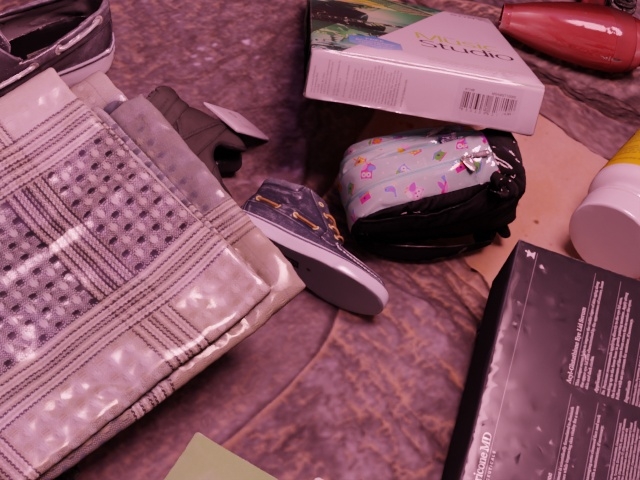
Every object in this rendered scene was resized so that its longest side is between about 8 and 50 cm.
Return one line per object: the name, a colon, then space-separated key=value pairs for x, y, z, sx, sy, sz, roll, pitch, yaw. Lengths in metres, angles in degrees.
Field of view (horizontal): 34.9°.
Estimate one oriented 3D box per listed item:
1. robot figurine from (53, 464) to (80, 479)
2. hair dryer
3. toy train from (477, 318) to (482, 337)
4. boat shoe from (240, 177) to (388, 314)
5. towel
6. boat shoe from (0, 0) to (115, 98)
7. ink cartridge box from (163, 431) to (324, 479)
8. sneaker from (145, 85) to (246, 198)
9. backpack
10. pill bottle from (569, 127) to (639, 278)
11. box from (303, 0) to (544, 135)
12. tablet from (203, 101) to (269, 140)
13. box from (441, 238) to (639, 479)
robot figurine: x=-0.286 y=0.226 z=0.803 sx=0.211 sy=0.085 sz=0.291 roll=-8 pitch=57 yaw=-18
hair dryer: x=0.355 y=-0.296 z=1.332 sx=0.293 sy=0.080 sz=0.224 roll=-15 pitch=44 yaw=-28
toy train: x=0.235 y=0.111 z=1.028 sx=0.158 sy=0.027 sz=0.036 roll=13 pitch=57 yaw=-2
boat shoe: x=0.000 y=0.000 z=1.034 sx=0.183 sy=0.065 sz=0.083 roll=29 pitch=56 yaw=10
towel: x=-0.223 y=0.013 z=0.862 sx=0.324 sy=0.056 sz=0.312 roll=-37 pitch=71 yaw=-26
boat shoe: x=-0.352 y=-0.188 z=1.073 sx=0.301 sy=0.102 sz=0.108 roll=-27 pitch=64 yaw=-27
ink cartridge box: x=-0.045 y=0.272 z=0.841 sx=0.235 sy=0.056 sz=0.171 roll=30 pitch=55 yaw=8
sneaker: x=-0.161 y=-0.033 z=1.005 sx=0.130 sy=0.109 sz=0.286 roll=25 pitch=56 yaw=-1
backpack: x=0.110 y=-0.053 z=1.055 sx=0.181 sy=0.152 sz=0.115 roll=-11 pitch=63 yaw=0
pill bottle: x=0.368 y=-0.056 z=1.117 sx=0.119 sy=0.119 sz=0.208 roll=39 pitch=56 yaw=16
box: x=0.097 y=-0.206 z=1.116 sx=0.232 sy=0.059 sz=0.322 roll=9 pitch=22 yaw=-6
tablet: x=-0.091 y=-0.130 z=1.111 sx=0.054 sy=0.083 sz=0.006 roll=40 pitch=102 yaw=17
box: x=0.226 y=0.155 z=0.931 sx=0.184 sy=0.103 sz=0.261 roll=20 pitch=62 yaw=0
